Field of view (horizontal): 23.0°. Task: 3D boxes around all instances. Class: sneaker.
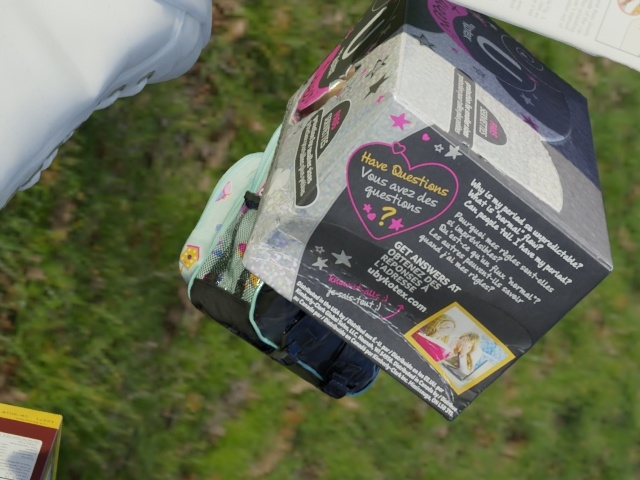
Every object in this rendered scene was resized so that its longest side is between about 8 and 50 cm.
[{"bbox_3d":[-0.121,-0.048,0.498,0.290,0.105,0.123,-6,96,-68],"label":"sneaker"}]

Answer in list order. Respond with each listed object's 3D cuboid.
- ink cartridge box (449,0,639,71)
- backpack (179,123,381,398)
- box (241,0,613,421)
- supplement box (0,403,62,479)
[{"bbox_3d":[0.148,-0.197,0.837,0.066,0.232,0.189,-38,149,-71],"label":"ink cartridge box"},{"bbox_3d":[0.000,0.000,1.179,0.166,0.144,0.188,36,85,-43],"label":"backpack"},{"bbox_3d":[0.067,-0.043,0.954,0.163,0.142,0.247,38,24,-13],"label":"box"},{"bbox_3d":[-0.317,0.273,1.377,0.194,0.129,0.191,-82,-176,-56],"label":"supplement box"}]
